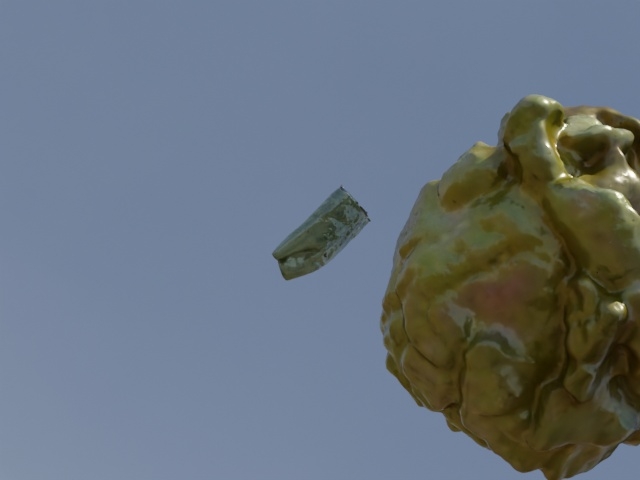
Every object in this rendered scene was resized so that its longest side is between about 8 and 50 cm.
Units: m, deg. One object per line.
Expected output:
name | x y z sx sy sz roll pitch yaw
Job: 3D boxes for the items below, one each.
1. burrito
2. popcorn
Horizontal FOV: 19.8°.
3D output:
burrito | 0.000 -0.002 1.943 0.044 0.118 0.074 36 -17 29
popcorn | 0.158 0.037 1.215 0.212 0.259 0.259 60 -5 32
